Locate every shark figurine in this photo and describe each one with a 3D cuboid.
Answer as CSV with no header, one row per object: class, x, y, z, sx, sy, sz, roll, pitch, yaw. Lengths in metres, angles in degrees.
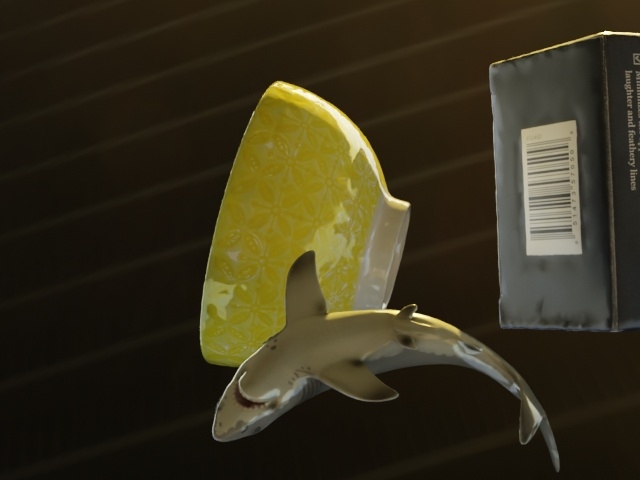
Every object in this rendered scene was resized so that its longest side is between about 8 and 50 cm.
shark figurine,0.059,0.107,1.140,0.278,0.116,0.166,3,-122,1

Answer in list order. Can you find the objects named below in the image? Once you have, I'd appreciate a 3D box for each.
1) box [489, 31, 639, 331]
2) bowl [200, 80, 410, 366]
box,0.404,-0.057,1.494,0.396,0.293,0.212,-1,179,-25
bowl,0.000,0.000,1.360,0.156,0.289,0.289,14,-138,7
